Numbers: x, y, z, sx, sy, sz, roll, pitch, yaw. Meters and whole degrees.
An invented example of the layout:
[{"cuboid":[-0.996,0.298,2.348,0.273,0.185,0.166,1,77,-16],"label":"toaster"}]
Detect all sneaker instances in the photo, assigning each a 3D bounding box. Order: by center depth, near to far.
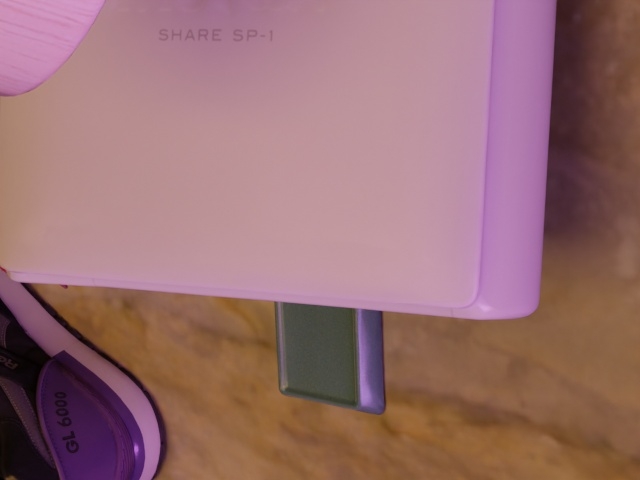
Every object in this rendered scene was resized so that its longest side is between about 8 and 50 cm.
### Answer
[{"cuboid":[-0.237,0.075,0.877,0.283,0.124,0.107,30,118,26],"label":"sneaker"}]

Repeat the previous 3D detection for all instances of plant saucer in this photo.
[{"cuboid":[0.000,0.000,0.752,0.067,0.018,0.192,8,106,34],"label":"plant saucer"}]

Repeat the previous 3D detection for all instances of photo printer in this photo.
[{"cuboid":[-0.019,-0.126,0.629,0.256,0.107,0.307,4,92,23],"label":"photo printer"}]

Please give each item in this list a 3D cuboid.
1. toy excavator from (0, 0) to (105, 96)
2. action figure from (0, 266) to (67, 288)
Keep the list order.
[{"cuboid":[-0.252,-0.167,0.650,0.445,0.222,0.432,-42,47,37],"label":"toy excavator"},{"cuboid":[-0.140,-0.062,0.803,0.280,0.139,0.091,-39,76,14],"label":"action figure"}]
